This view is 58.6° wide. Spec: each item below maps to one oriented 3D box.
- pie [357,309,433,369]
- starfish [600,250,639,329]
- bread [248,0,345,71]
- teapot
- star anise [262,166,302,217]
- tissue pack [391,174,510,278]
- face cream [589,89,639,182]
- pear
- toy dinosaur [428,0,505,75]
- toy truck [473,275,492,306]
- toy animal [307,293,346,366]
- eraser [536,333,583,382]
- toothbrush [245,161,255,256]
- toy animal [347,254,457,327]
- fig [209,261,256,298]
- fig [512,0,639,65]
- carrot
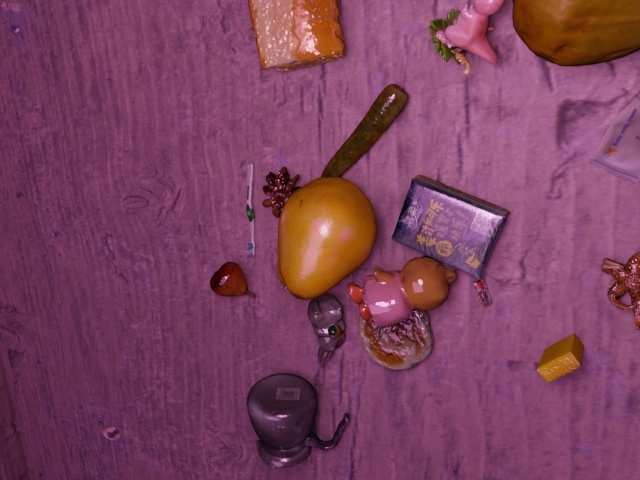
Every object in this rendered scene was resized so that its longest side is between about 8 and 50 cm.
[{"bbox_3d":[0.215,0.267,1.661,0.240,0.054,0.241,7,107,24],"label":"pie"},{"bbox_3d":[0.739,0.110,1.318,0.146,0.074,0.190,-12,99,32],"label":"starfish"},{"bbox_3d":[-0.069,-0.643,1.471,0.236,0.165,0.376,-7,100,27],"label":"bread"},{"bbox_3d":[-0.086,0.598,1.873,0.223,0.305,0.285,41,136,54],"label":"teapot"},{"bbox_3d":[-0.089,-0.108,1.702,0.234,0.073,0.177,50,130,-2],"label":"star anise"},{"bbox_3d":[0.333,-0.039,1.486,0.257,0.081,0.185,25,113,19],"label":"tissue pack"},{"bbox_3d":[0.695,-0.240,1.250,0.114,0.070,0.224,28,125,18],"label":"face cream"},{"bbox_3d":[0.000,-0.010,1.536,0.284,0.336,0.285,23,140,21],"label":"pear"},{"bbox_3d":[0.357,-0.484,1.279,0.177,0.152,0.194,16,126,55],"label":"toy dinosaur"},{"bbox_3d":[0.431,0.136,1.521,0.032,0.024,0.083,-24,95,9],"label":"toy truck"},{"bbox_3d":[0.026,0.272,1.751,0.108,0.138,0.236,-16,128,-7],"label":"toy animal"},{"bbox_3d":[0.600,0.292,1.420,0.097,0.122,0.045,-41,82,31],"label":"eraser"},{"bbox_3d":[-0.220,-0.095,1.803,0.030,0.030,0.304,10,107,25],"label":"toothbrush"},{"bbox_3d":[0.226,0.131,1.523,0.281,0.169,0.195,-26,128,4],"label":"toy animal"},{"bbox_3d":[-0.282,0.129,1.875,0.119,0.153,0.119,-27,59,60],"label":"fig"},{"bbox_3d":[0.547,-0.507,1.106,0.343,0.343,0.343,9,109,26],"label":"fig"},{"bbox_3d":[0.107,-0.272,1.546,0.074,0.074,0.358,47,122,8],"label":"carrot"}]
